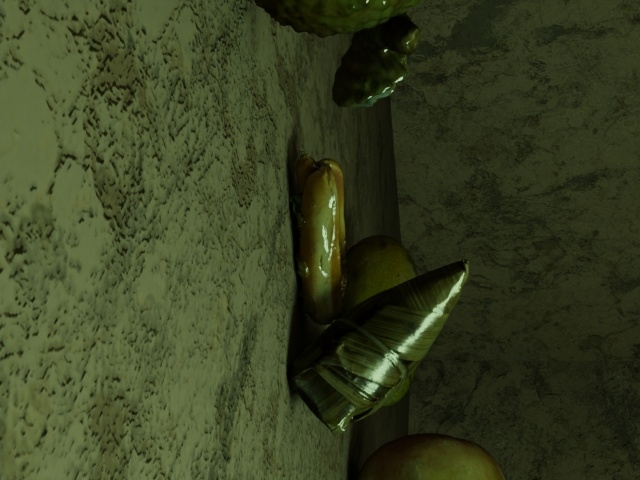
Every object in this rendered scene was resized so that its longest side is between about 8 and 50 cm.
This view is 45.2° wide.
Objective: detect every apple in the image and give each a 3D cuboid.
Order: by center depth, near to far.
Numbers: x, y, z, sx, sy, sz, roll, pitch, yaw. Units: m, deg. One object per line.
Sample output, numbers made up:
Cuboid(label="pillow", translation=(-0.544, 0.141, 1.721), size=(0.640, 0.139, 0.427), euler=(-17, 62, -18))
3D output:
Cuboid(label="apple", translation=(0.227, 0.562, 1.548), size=(0.339, 0.338, 0.305), euler=(75, 9, -55))

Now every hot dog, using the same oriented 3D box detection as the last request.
Cuboid(label="hot dog", translation=(0.000, 0.000, 1.084), size=(0.109, 0.072, 0.270), euler=(-76, 163, -63))

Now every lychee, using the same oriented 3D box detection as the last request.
Cuboid(label="lychee", translation=(0.028, -0.320, 0.757), size=(0.320, 0.270, 0.270), euler=(48, 18, -7))

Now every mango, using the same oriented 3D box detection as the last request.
Cuboid(label="mango", translation=(0.123, 0.147, 1.461), size=(0.175, 0.176, 0.330), euler=(-42, -124, 53))

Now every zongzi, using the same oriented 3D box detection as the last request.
Cuboid(label="zongzi", translation=(0.100, 0.134, 1.118), size=(0.134, 0.288, 0.286), euler=(46, 1, 6))
